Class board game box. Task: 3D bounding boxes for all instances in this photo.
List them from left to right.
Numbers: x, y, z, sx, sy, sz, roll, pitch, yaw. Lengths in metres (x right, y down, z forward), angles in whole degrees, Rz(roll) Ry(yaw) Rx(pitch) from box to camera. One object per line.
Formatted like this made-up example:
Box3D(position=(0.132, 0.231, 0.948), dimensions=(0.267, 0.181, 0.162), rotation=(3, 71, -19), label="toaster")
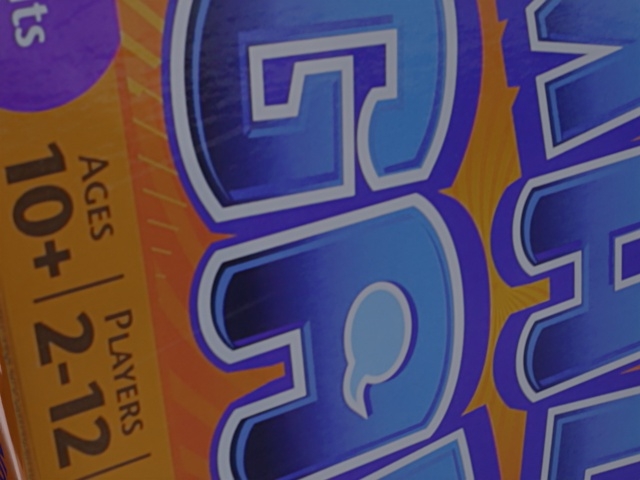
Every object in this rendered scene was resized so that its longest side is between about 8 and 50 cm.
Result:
Box3D(position=(-0.030, -0.034, 0.579), dimensions=(0.356, 0.356, 0.356), rotation=(28, -51, 54), label="board game box")
